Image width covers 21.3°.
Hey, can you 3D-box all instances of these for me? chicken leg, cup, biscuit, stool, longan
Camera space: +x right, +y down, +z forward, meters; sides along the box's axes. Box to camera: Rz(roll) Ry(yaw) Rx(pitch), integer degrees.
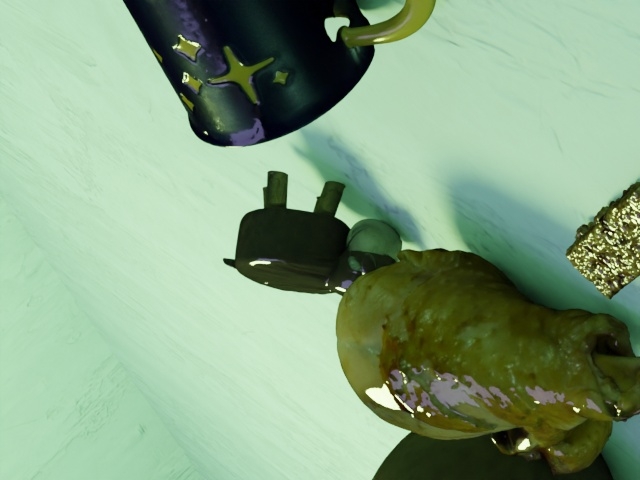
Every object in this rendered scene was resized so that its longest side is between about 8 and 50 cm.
[{"bbox_3d":[0.215,0.131,1.592,0.409,0.182,0.295,0,144,47],"label":"chicken leg"},{"bbox_3d":[-0.046,-0.241,1.363,0.178,0.255,0.256,-93,-21,-52],"label":"cup"},{"bbox_3d":[0.244,-0.003,1.338,0.064,0.034,0.199,45,163,4],"label":"biscuit"},{"bbox_3d":[0.000,0.000,1.821,0.217,0.121,0.125,5,163,24],"label":"stool"},{"bbox_3d":[0.183,0.321,1.821,0.297,0.297,0.297,42,164,15],"label":"longan"}]
